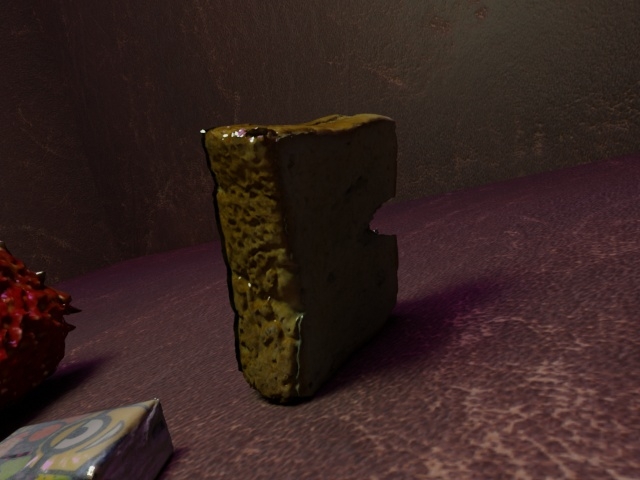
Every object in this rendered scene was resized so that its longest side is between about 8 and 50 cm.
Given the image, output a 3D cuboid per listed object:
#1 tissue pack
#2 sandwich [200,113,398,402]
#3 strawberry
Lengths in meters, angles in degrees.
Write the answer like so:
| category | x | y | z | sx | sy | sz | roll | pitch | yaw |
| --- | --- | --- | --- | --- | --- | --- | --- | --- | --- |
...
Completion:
| category | x | y | z | sx | sy | sz | roll | pitch | yaw |
| --- | --- | --- | --- | --- | --- | --- | --- | --- | --- |
| tissue pack | -0.214 | 0.191 | 0.398 | 0.148 | 0.060 | 0.108 | -13 | 7 | 9 |
| sandwich | 0.001 | 0.000 | 0.539 | 0.095 | 0.273 | 0.249 | 8 | 21 | 34 |
| strawberry | -0.529 | 0.156 | 0.646 | 0.292 | 0.292 | 0.343 | -13 | 23 | 18 |
